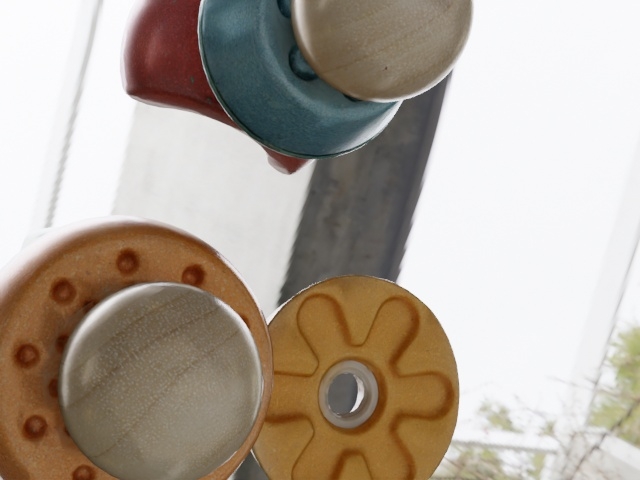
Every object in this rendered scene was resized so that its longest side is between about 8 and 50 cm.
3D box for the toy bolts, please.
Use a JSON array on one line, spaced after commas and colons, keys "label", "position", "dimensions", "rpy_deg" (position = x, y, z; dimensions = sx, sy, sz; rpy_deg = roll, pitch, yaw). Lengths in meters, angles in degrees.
[{"label": "toy bolts", "position": [0.000, 0.000, 0.421], "dimensions": [0.218, 0.158, 0.228], "rpy_deg": [19, -100, -24]}]
